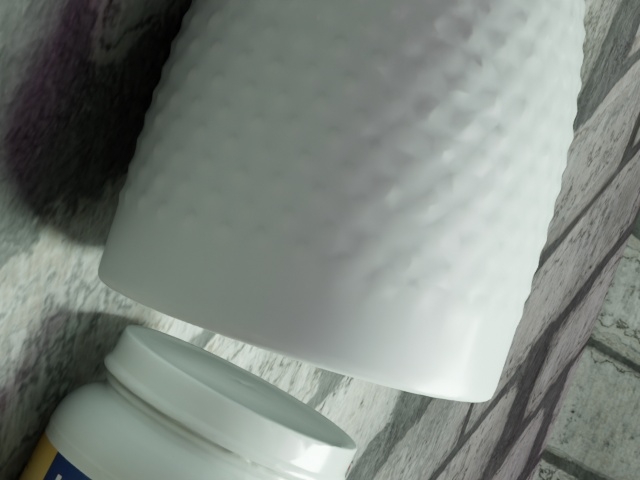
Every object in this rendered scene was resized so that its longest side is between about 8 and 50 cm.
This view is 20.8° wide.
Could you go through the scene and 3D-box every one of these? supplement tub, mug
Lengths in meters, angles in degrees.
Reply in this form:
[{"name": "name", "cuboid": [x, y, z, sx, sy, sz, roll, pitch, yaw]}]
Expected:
[{"name": "supplement tub", "cuboid": [-0.130, 0.243, 1.275, 0.316, 0.228, 0.228, -63, 163, 2]}, {"name": "mug", "cuboid": [0.034, -0.093, 1.193, 0.374, 0.276, 0.328, -29, 136, -87]}]

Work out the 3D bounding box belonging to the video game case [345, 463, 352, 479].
[{"name": "video game case", "cuboid": [-0.059, 0.364, 2.022, 0.204, 0.025, 0.285, -65, 163, 11]}]
